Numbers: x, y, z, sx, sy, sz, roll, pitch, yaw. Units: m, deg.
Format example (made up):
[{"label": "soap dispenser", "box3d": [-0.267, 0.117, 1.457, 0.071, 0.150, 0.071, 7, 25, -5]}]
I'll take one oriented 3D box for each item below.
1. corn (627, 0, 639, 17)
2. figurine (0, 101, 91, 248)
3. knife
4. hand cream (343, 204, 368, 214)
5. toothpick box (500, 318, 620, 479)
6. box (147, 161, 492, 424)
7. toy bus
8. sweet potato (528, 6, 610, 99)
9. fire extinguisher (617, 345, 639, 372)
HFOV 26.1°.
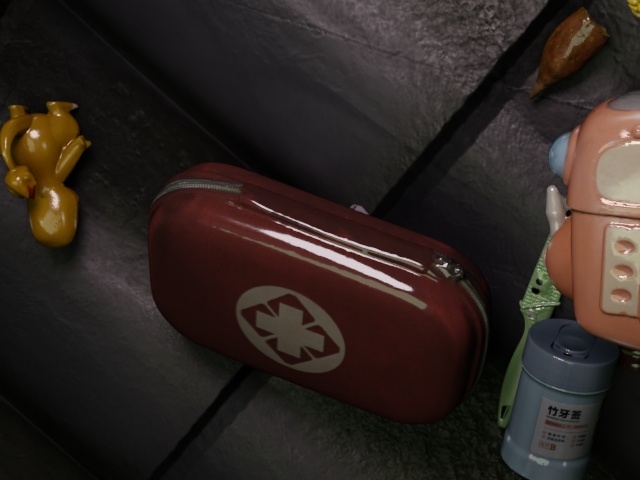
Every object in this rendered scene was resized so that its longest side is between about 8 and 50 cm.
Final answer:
[{"label": "corn", "box3d": [0.409, -0.259, 1.292, 0.244, 0.093, 0.093, -5, 107, 21]}, {"label": "figurine", "box3d": [-0.330, -0.072, 1.622, 0.121, 0.122, 0.176, -6, 106, 20]}, {"label": "knife", "box3d": [0.237, 0.082, 1.521, 0.043, 0.020, 0.293, 20, 114, 9]}, {"label": "hand cream", "box3d": [0.000, 0.000, 1.572, 0.142, 0.053, 0.084, -32, 95, 42]}, {"label": "toothpick box", "box3d": [0.259, 0.175, 1.498, 0.101, 0.101, 0.153, 16, 116, 15]}, {"label": "box", "box3d": [-0.008, 0.062, 1.518, 0.403, 0.108, 0.263, 20, 139, 14]}, {"label": "toy bus", "box3d": [0.333, -0.025, 1.333, 0.232, 0.194, 0.288, 3, 102, 18]}, {"label": "sweet potato", "box3d": [0.248, -0.186, 1.410, 0.049, 0.049, 0.117, 40, 124, 3]}, {"label": "fire extinguisher", "box3d": [0.341, 0.063, 1.460, 0.064, 0.043, 0.158, 17, 117, 39]}]
